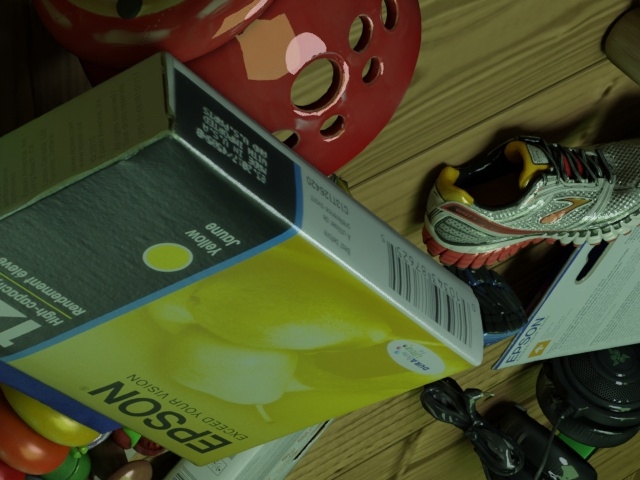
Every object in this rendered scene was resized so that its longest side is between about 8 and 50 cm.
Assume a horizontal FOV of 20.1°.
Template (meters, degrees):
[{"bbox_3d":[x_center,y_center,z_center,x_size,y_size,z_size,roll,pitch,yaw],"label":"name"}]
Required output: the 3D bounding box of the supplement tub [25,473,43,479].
[{"bbox_3d":[-0.245,0.372,1.429,0.338,0.207,0.207,-60,152,-6],"label":"supplement tub"}]

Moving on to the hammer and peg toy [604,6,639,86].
[{"bbox_3d":[0.418,-0.250,1.492,0.361,0.127,0.266,-31,151,-15],"label":"hammer and peg toy"}]

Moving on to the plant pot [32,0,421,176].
[{"bbox_3d":[-0.056,-0.141,1.023,0.191,0.191,0.174,-40,149,1],"label":"plant pot"}]

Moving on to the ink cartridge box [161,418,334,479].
[{"bbox_3d":[-0.054,0.183,1.665,0.181,0.056,0.225,-51,169,20],"label":"ink cartridge box"}]

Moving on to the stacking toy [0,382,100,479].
[{"bbox_3d":[-0.174,0.088,1.302,0.330,0.141,0.141,-40,153,16],"label":"stacking toy"}]

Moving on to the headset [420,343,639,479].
[{"bbox_3d":[0.246,0.182,1.956,0.243,0.185,0.394,-56,163,21],"label":"headset"}]

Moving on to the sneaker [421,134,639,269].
[{"bbox_3d":[0.198,-0.044,1.545,0.225,0.088,0.093,-17,139,-13],"label":"sneaker"}]

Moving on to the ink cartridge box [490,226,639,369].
[{"bbox_3d":[0.336,-0.022,1.793,0.330,0.071,0.324,-4,136,-42],"label":"ink cartridge box"}]

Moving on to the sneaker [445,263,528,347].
[{"bbox_3d":[0.096,0.081,1.663,0.221,0.083,0.087,-11,155,-33],"label":"sneaker"}]

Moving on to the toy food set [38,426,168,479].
[{"bbox_3d":[-0.167,0.160,1.451,0.128,0.071,0.218,-41,152,3],"label":"toy food set"}]

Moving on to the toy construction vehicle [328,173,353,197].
[{"bbox_3d":[0.000,0.000,1.456,0.098,0.035,0.086,-43,152,7],"label":"toy construction vehicle"}]

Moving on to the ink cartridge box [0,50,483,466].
[{"bbox_3d":[-0.112,0.042,1.073,0.307,0.072,0.303,-26,141,26],"label":"ink cartridge box"}]
